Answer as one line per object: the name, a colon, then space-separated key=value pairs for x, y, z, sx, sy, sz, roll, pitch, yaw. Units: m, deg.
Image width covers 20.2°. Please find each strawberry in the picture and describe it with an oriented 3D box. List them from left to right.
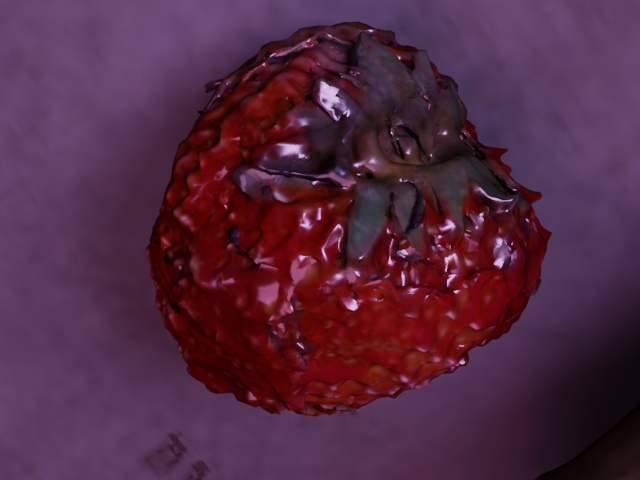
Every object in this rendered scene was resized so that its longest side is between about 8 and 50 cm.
strawberry: x=0.000 y=0.000 z=0.381 sx=0.083 sy=0.083 sz=0.096 roll=35 pitch=153 yaw=-4

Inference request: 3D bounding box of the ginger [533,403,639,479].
ginger: x=0.134 y=0.051 z=0.299 sx=0.130 sy=0.221 sz=0.276 roll=48 pitch=127 yaw=-1
